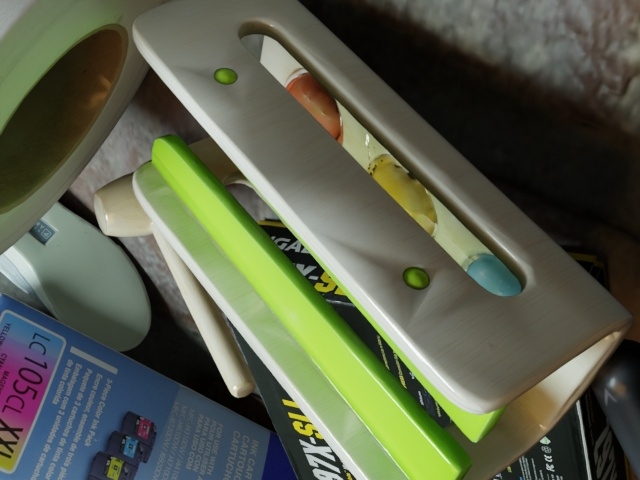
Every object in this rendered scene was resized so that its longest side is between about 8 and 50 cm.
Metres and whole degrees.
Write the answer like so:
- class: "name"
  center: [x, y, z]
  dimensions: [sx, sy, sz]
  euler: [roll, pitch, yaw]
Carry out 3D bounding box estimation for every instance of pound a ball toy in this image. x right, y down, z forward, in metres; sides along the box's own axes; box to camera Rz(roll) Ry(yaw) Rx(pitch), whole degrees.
- class: "pound a ball toy"
  center: [0.000, 0.000, 0.519]
  dimensions: [0.319, 0.136, 0.208]
  euler: [48, 147, 27]

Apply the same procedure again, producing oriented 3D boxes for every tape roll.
- class: "tape roll"
  center: [-0.215, -0.114, 0.504]
  dimensions: [0.169, 0.246, 0.246]
  euler: [36, 140, -1]

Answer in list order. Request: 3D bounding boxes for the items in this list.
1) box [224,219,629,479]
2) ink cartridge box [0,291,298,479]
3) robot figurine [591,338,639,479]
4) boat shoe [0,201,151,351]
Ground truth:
- class: "box"
  center: [0.087, 0.140, 0.670]
  dimensions: [0.257, 0.079, 0.322]
  euler: [7, 133, 33]
- class: "ink cartridge box"
  center: [-0.202, 0.226, 0.849]
  dimensions: [0.395, 0.151, 0.270]
  euler: [32, 145, -29]
- class: "robot figurine"
  center: [0.255, 0.081, 0.413]
  dimensions: [0.278, 0.173, 0.209]
  euler: [59, 174, -25]
- class: "boat shoe"
  center: [-0.239, 0.006, 0.783]
  dimensions: [0.227, 0.079, 0.081]
  euler: [48, 158, -16]
